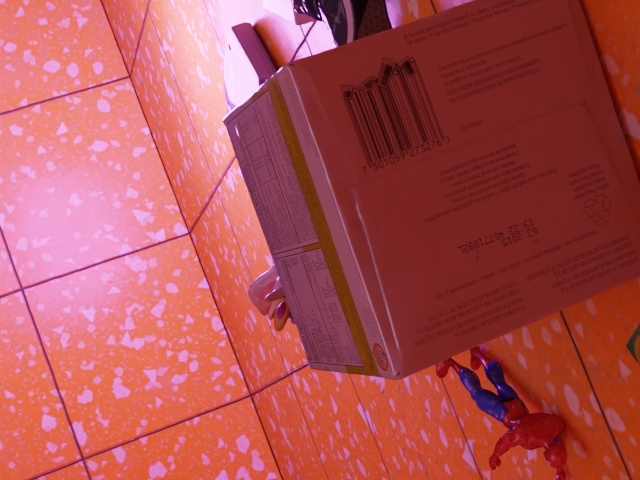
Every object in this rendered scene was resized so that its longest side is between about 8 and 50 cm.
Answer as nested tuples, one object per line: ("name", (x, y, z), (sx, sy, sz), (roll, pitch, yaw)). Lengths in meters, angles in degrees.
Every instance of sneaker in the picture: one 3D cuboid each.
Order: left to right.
("sneaker", (0.034, -0.310, 1.804), (0.163, 0.086, 0.226), (11, 110, 58))

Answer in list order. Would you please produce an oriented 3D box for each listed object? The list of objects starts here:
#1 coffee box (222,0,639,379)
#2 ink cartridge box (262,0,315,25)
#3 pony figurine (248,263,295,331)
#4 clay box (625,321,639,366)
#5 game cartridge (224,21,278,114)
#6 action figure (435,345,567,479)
("coffee box", (0.124, -0.061, 1.397), (0.334, 0.338, 0.338), (163, 87, -74))
("ink cartridge box", (-0.087, -0.528, 2.001), (0.261, 0.066, 0.296), (42, 147, 55))
("pony figurine", (0.000, 0.000, 1.935), (0.351, 0.303, 0.363), (38, -130, -60))
("clay box", (0.395, 0.137, 1.262), (0.222, 0.053, 0.127), (60, 159, 28))
("game cartridge", (-0.134, -0.284, 2.427), (0.196, 0.060, 0.294), (58, 158, 27))
("action figure", (0.266, 0.268, 1.735), (0.280, 0.091, 0.139), (-138, 39, -59))
